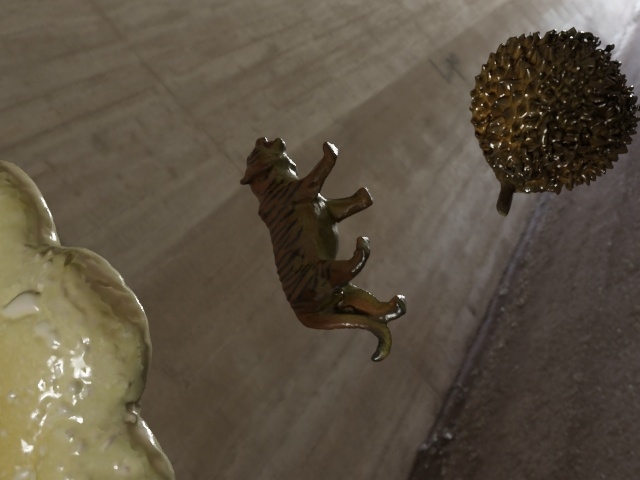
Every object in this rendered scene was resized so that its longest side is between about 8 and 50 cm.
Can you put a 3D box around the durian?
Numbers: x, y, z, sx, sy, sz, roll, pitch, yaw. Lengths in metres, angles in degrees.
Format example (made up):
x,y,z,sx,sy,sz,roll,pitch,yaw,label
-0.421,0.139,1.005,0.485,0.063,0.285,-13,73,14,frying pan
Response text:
x,y,z,sx,sy,sz,roll,pitch,yaw,label
0.201,-0.097,0.674,0.189,0.148,0.091,-55,21,-11,durian

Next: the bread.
x,y,z,sx,sy,sz,roll,pitch,yaw,label
-0.211,0.112,0.458,0.316,0.316,0.054,-41,-18,22,bread

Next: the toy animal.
x,y,z,sx,sy,sz,roll,pitch,yaw,label
0.000,0.000,0.698,0.099,0.241,0.056,-30,-29,23,toy animal
